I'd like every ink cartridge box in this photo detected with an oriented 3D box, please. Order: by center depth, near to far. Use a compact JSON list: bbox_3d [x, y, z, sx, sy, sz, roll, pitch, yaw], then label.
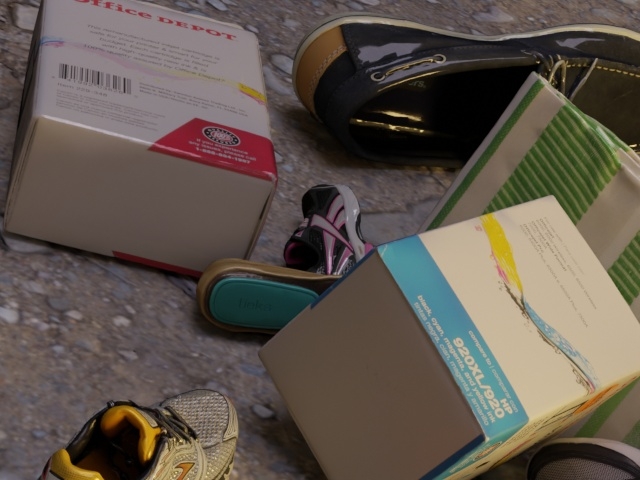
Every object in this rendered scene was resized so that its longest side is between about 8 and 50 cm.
[{"bbox_3d":[0.112,0.092,1.328,0.232,0.171,0.168,-16,70,-45],"label":"ink cartridge box"},{"bbox_3d":[-0.171,-0.109,1.591,0.226,0.131,0.306,14,27,-13],"label":"ink cartridge box"}]

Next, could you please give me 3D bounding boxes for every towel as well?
[{"bbox_3d":[0.227,0.044,1.436,0.325,0.248,0.038,47,22,27],"label":"towel"}]

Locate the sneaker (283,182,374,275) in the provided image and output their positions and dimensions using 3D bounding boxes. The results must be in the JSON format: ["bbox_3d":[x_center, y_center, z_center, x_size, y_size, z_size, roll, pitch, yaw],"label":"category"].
[{"bbox_3d":[0.000,0.000,1.587,0.077,0.072,0.178,1,27,-15],"label":"sneaker"}]

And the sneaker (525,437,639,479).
[{"bbox_3d":[0.217,0.229,1.255,0.153,0.101,0.268,9,21,-41],"label":"sneaker"}]

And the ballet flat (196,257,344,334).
[{"bbox_3d":[0.003,0.056,1.484,0.232,0.080,0.073,15,12,-15],"label":"ballet flat"}]

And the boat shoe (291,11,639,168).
[{"bbox_3d":[0.216,-0.148,1.885,0.500,0.187,0.156,4,37,-20],"label":"boat shoe"}]

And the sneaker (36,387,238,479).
[{"bbox_3d":[-0.122,0.156,1.198,0.088,0.093,0.225,30,28,16],"label":"sneaker"}]
